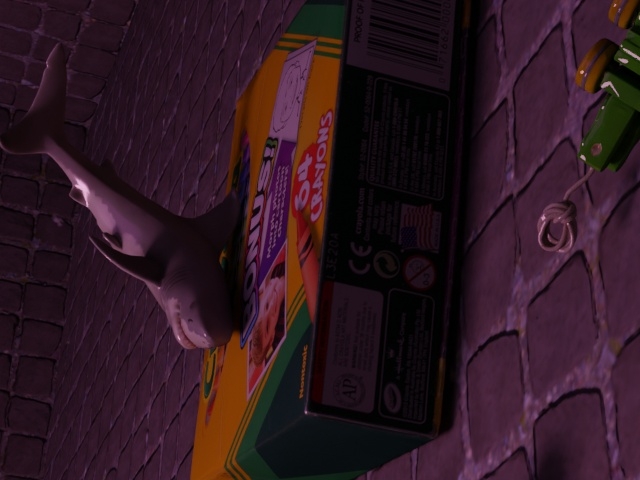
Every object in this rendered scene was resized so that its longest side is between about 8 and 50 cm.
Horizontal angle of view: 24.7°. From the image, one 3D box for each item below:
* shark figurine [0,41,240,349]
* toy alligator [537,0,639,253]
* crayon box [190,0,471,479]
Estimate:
[{"bbox_3d":[-0.130,-0.024,1.185,0.116,0.278,0.166,-41,-18,0],"label":"shark figurine"},{"bbox_3d":[0.164,-0.076,0.756,0.051,0.056,0.190,-31,-30,-50],"label":"toy alligator"},{"bbox_3d":[0.000,0.000,1.134,0.313,0.106,0.363,137,142,-63],"label":"crayon box"}]
